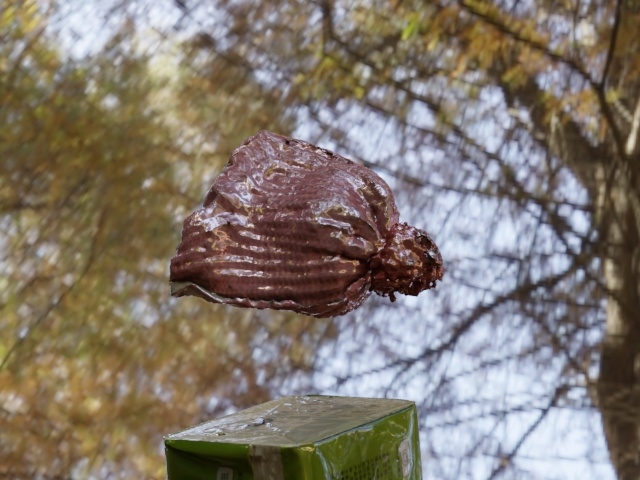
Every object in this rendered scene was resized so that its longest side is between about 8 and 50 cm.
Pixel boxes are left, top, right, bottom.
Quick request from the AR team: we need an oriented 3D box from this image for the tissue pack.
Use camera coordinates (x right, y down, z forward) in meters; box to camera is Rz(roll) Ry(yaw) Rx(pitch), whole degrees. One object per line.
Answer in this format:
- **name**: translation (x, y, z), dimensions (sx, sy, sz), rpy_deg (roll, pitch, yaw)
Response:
- **tissue pack**: translation (-0.014, 0.288, 1.270), dimensions (0.167, 0.200, 0.274), rpy_deg (-2, -85, 34)

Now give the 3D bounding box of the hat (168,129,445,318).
- **hat**: translation (0.000, 0.000, 1.544), dimensions (0.286, 0.236, 0.107), rpy_deg (15, -28, 21)
